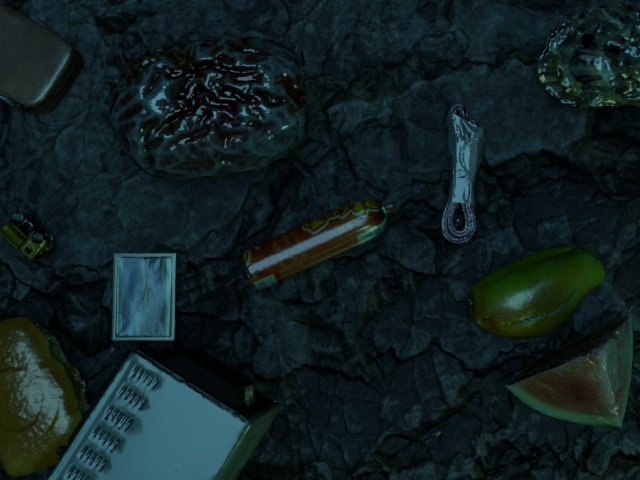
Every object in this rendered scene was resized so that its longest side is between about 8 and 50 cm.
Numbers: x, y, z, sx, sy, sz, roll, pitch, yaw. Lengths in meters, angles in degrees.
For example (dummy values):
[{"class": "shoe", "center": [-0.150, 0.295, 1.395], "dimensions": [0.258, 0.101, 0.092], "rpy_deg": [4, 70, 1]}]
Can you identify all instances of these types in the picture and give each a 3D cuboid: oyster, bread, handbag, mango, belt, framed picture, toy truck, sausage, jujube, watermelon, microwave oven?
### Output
[{"class": "oyster", "center": [0.524, -0.290, 1.565], "dimensions": [0.350, 0.158, 0.162], "rpy_deg": [3, 120, 17]}, {"class": "bread", "center": [-0.475, 0.249, 1.595], "dimensions": [0.174, 0.121, 0.246], "rpy_deg": [-28, 85, 0]}, {"class": "handbag", "center": [-0.518, -0.306, 1.675], "dimensions": [0.193, 0.072, 0.151], "rpy_deg": [31, 88, 5]}, {"class": "mango", "center": [0.348, 0.083, 1.556], "dimensions": [0.232, 0.111, 0.125], "rpy_deg": [-17, 97, -10]}, {"class": "belt", "center": [0.233, -0.106, 1.609], "dimensions": [0.071, 0.053, 0.232], "rpy_deg": [1, 85, 12]}, {"class": "framed picture", "center": [-0.295, 0.094, 1.650], "dimensions": [0.109, 0.011, 0.149], "rpy_deg": [-1, 85, 4]}, {"class": "toy truck", "center": [-0.490, -0.005, 1.655], "dimensions": [0.083, 0.049, 0.054], "rpy_deg": [42, 90, 8]}, {"class": "sausage", "center": [0.000, 0.000, 1.607], "dimensions": [0.263, 0.083, 0.083], "rpy_deg": [-24, 83, 0]}, {"class": "jujube", "center": [-0.169, -0.214, 1.568], "dimensions": [0.316, 0.226, 0.226], "rpy_deg": [-10, 84, 5]}, {"class": "watermelon", "center": [0.391, 0.185, 1.527], "dimensions": [0.207, 0.202, 0.136], "rpy_deg": [-2, 45, 2]}, {"class": "microwave oven", "center": [-0.229, 0.300, 1.453], "dimensions": [0.218, 0.355, 0.286], "rpy_deg": [31, 88, 7]}]
